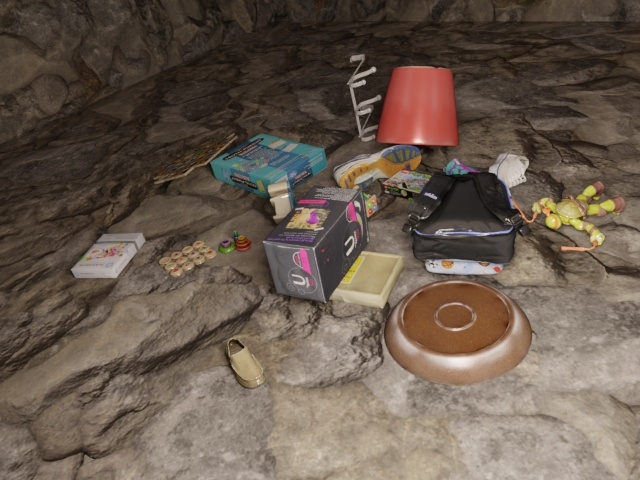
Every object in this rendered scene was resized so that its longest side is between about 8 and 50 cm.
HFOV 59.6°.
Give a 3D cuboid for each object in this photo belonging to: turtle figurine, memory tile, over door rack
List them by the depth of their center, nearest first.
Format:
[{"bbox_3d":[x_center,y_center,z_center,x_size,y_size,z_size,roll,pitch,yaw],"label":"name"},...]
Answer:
[{"bbox_3d":[0.646,-0.084,1.436,0.218,0.087,0.269,-23,35,-16],"label":"turtle figurine"},{"bbox_3d":[-0.388,0.050,1.633,0.148,0.012,0.113,-30,37,-25],"label":"memory tile"},{"bbox_3d":[0.181,-0.558,2.150,0.108,0.239,0.324,-7,34,11],"label":"over door rack"}]

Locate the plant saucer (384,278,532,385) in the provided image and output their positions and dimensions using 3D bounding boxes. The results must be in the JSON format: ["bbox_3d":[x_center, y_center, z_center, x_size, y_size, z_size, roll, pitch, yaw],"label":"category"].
[{"bbox_3d":[0.289,0.176,1.201,0.311,0.050,0.310,-9,34,6],"label":"plant saucer"}]

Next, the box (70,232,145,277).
[{"bbox_3d":[-0.641,0.044,1.700,0.145,0.038,0.186,-1,36,17],"label":"box"}]

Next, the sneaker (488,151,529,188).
[{"bbox_3d":[0.546,-0.190,1.619,0.091,0.094,0.258,3,35,29],"label":"sneaker"}]

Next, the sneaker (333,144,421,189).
[{"bbox_3d":[0.179,-0.254,1.819,0.297,0.111,0.131,-18,29,-14],"label":"sneaker"}]

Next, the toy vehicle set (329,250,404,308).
[{"bbox_3d":[0.060,0.085,1.417,0.267,0.035,0.166,7,38,26],"label":"toy vehicle set"}]

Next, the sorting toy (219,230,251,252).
[{"bbox_3d":[-0.251,0.003,1.632,0.102,0.042,0.061,-4,34,13],"label":"sorting toy"}]

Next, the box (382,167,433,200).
[{"bbox_3d":[0.306,-0.162,1.706,0.207,0.036,0.114,20,45,39],"label":"box"}]

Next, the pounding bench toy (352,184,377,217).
[{"bbox_3d":[0.129,-0.120,1.656,0.065,0.083,0.052,16,42,37],"label":"pounding bench toy"}]

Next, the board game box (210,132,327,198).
[{"bbox_3d":[-0.185,-0.269,1.982,0.336,0.079,0.254,22,47,40],"label":"board game box"}]

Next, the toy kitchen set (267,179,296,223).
[{"bbox_3d":[-0.072,-0.066,1.664,0.122,0.166,0.206,-12,70,1],"label":"toy kitchen set"}]

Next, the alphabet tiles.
[{"bbox_3d":[-0.478,-0.316,2.139,0.285,0.011,0.342,-9,30,34],"label":"alphabet tiles"}]

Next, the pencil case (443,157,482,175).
[{"bbox_3d":[0.442,-0.196,1.683,0.065,0.070,0.152,-27,36,-16],"label":"pencil case"}]

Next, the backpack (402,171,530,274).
[{"bbox_3d":[0.354,-0.050,1.371,0.277,0.213,0.263,5,45,13],"label":"backpack"}]

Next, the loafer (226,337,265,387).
[{"bbox_3d":[-0.170,0.264,1.211,0.056,0.050,0.148,-29,37,-24],"label":"loafer"}]

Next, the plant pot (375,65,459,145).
[{"bbox_3d":[0.327,-0.438,1.844,0.275,0.242,0.275,3,10,-1],"label":"plant pot"}]

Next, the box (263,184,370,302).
[{"bbox_3d":[0.000,0.000,1.378,0.144,0.165,0.270,8,39,28],"label":"box"}]
